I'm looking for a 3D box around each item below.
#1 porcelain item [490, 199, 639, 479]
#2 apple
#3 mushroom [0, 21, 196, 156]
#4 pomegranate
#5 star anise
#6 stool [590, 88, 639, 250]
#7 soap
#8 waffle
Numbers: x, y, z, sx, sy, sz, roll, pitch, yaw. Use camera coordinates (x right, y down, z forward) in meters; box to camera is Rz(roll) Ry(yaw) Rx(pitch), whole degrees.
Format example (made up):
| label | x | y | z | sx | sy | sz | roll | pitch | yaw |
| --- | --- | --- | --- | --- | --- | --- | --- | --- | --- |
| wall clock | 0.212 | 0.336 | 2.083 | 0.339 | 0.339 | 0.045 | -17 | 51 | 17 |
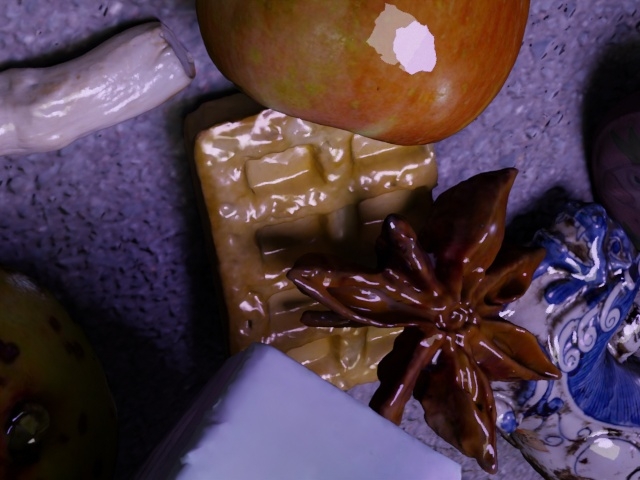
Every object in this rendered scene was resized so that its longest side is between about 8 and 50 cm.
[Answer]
| label | x | y | z | sx | sy | sz | roll | pitch | yaw |
| --- | --- | --- | --- | --- | --- | --- | --- | --- | --- |
| porcelain item | 0.209 | 0.097 | 1.083 | 0.186 | 0.138 | 0.288 | -46 | 128 | -2 |
| apple | 0.026 | -0.148 | 0.746 | 0.196 | 0.196 | 0.196 | -14 | 131 | -17 |
| mushroom | -0.167 | -0.080 | 0.796 | 0.202 | 0.054 | 0.059 | -21 | 131 | -16 |
| pomegranate | -0.273 | 0.122 | 0.813 | 0.285 | 0.231 | 0.231 | -10 | 135 | 16 |
| star anise | 0.083 | 0.047 | 0.902 | 0.212 | 0.111 | 0.196 | 44 | 80 | -13 |
| stool | 0.350 | -0.041 | 0.964 | 0.178 | 0.272 | 0.272 | -40 | 135 | -14 |
| soap | -0.084 | 0.235 | 0.865 | 0.156 | 0.261 | 0.446 | 34 | 141 | -4 |
| waffle | 0.000 | 0.000 | 0.938 | 0.168 | 0.057 | 0.274 | -17 | 131 | -13 |
